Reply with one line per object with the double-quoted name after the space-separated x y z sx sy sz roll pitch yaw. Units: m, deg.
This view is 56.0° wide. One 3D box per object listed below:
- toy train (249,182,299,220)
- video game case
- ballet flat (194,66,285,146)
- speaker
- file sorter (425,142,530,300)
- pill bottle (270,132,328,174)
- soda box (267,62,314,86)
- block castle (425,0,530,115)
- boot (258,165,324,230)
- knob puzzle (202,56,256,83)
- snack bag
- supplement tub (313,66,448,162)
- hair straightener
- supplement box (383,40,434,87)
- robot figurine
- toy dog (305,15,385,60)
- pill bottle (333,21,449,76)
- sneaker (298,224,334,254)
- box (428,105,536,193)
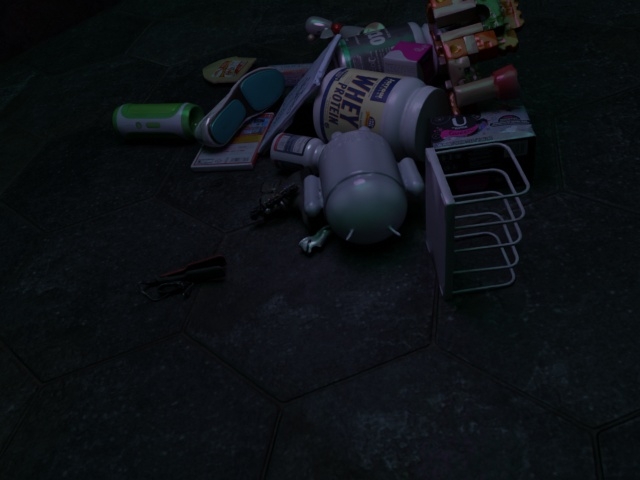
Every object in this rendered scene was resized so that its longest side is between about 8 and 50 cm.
-0.122 -0.104 1.591 0.158 0.027 0.036 -32 32 15 "toy train"
-0.277 -0.319 1.939 0.204 0.025 0.285 0 44 16 "video game case"
-0.273 -0.443 1.972 0.139 0.139 0.400 17 52 30 "ballet flat"
-0.545 -0.401 2.027 0.297 0.131 0.131 4 46 20 "speaker"
0.329 -0.042 1.296 0.173 0.277 0.192 -7 43 2 "file sorter"
-0.043 -0.246 1.735 0.180 0.107 0.108 15 50 28 "pill bottle"
-0.102 -0.590 2.150 0.183 0.063 0.058 2 45 17 "soda box"
0.433 -0.533 1.655 0.213 0.303 0.452 -14 72 11 "block castle"
-0.082 -0.091 1.621 0.161 0.083 0.246 -21 41 11 "boot"
-0.363 -0.646 2.307 0.213 0.030 0.213 -8 43 7 "knob puzzle"
-0.056 -0.452 1.853 0.342 0.037 0.323 -42 20 42 "snack bag"
0.168 -0.350 1.692 0.325 0.235 0.235 18 52 31 "supplement tub"
-0.347 0.099 1.496 0.231 0.047 0.089 -12 42 4 "hair straightener"
0.268 -0.466 1.799 0.114 0.220 0.111 17 51 30 "supplement box"
0.101 -0.133 1.495 0.300 0.199 0.353 -14 47 5 "robot figurine"
0.092 -0.681 2.129 0.334 0.220 0.160 18 83 40 "toy dog"
0.233 -0.584 1.948 0.361 0.204 0.204 -14 42 0 "pill bottle"
0.000 0.000 1.519 0.109 0.040 0.043 -33 62 -14 "sneaker"
0.411 -0.234 1.554 0.248 0.163 0.142 -7 45 8 "box"
